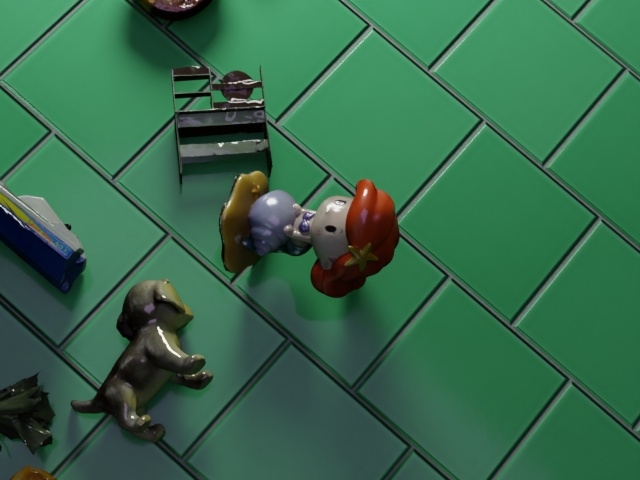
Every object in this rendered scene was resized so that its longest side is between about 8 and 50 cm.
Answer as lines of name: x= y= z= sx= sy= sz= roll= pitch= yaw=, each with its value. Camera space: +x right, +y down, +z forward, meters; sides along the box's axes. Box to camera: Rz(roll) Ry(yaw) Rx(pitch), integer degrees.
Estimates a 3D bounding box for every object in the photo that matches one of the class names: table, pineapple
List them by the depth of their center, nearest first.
pineapple: x=-0.521 y=0.251 z=1.598 sx=0.277 sy=0.119 sz=0.130 roll=-1 pitch=56 yaw=-10
table: x=-0.159 y=-0.186 z=1.792 sx=0.146 sy=0.062 sz=0.175 roll=-4 pitch=76 yaw=-9

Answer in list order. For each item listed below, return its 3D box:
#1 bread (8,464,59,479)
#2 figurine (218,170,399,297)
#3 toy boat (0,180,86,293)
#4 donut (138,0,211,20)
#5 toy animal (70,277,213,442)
bread: x=-0.416 y=0.487 z=1.522 sx=0.195 sy=0.149 sz=0.344 roll=31 pitch=71 yaw=13
figurine: x=0.002 y=-0.009 z=1.687 sx=0.257 sy=0.208 sz=0.181 roll=10 pitch=28 yaw=23
toy boat: x=-0.471 y=-0.050 z=1.678 sx=0.295 sy=0.129 sz=0.088 roll=39 pitch=73 yaw=5
donut: x=-0.234 y=-0.445 z=1.850 sx=0.166 sy=0.073 sz=0.184 roll=25 pitch=74 yaw=-1
toy animal: x=-0.248 y=0.179 z=1.655 sx=0.168 sy=0.121 sz=0.233 roll=27 pitch=82 yaw=18
